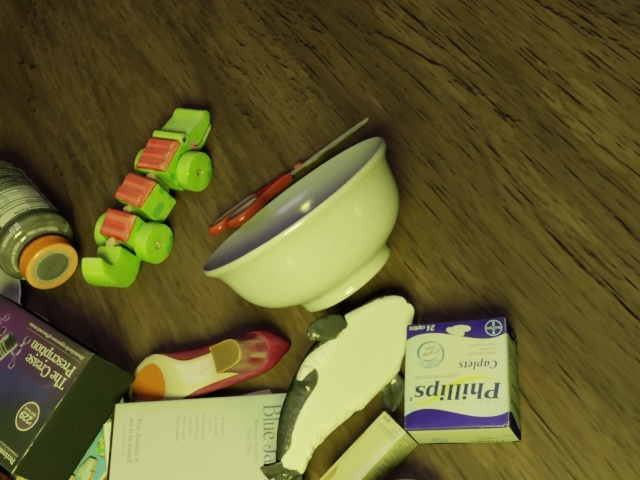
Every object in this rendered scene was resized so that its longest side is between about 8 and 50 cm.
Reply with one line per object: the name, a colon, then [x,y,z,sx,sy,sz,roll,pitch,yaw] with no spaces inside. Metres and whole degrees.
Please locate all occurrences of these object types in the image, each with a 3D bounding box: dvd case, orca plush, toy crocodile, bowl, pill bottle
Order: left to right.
pill bottle: [-0.495,-0.022,1.339,0.130,0.130,0.246,-45,56,-6]
toy crocodile: [-0.273,-0.074,1.289,0.115,0.105,0.340,15,69,29]
dvd case: [-0.147,0.290,1.040,0.253,0.022,0.180,-4,59,1]
bowl: [0.000,0.000,1.082,0.298,0.134,0.298,-36,12,9]
orca plush: [0.020,0.195,1.045,0.151,0.102,0.287,26,71,-11]

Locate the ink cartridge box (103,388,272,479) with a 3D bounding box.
ink cartridge box: [-0.163,0.314,1.074,0.233,0.066,0.189,-9,58,-8]

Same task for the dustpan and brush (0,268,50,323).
dustpan and brush: [-0.526,0.103,1.335,0.211,0.060,0.147,19,83,37]

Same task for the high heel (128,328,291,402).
high heel: [-0.160,0.180,1.144,0.244,0.117,0.082,-30,70,31]

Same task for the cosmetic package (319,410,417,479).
cosmetic package: [0.059,0.269,0.987,0.115,0.060,0.041,-44,54,-7]

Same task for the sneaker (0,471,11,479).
sneaker: [-0.553,0.332,1.158,0.321,0.180,0.124,4,43,52]

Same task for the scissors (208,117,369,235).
scissors: [-0.051,-0.102,1.255,0.297,0.021,0.109,-42,13,-22]

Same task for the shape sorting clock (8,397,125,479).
shape sorting clock: [-0.372,0.278,1.175,0.206,0.040,0.206,-10,59,18]

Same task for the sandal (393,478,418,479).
sandal: [0.028,0.456,0.866,0.102,0.169,0.416,-22,44,61]

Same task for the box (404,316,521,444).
box: [0.172,0.172,0.986,0.126,0.072,0.137,-7,61,20]

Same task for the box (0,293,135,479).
box: [-0.419,0.208,1.155,0.261,0.103,0.184,20,74,37]
